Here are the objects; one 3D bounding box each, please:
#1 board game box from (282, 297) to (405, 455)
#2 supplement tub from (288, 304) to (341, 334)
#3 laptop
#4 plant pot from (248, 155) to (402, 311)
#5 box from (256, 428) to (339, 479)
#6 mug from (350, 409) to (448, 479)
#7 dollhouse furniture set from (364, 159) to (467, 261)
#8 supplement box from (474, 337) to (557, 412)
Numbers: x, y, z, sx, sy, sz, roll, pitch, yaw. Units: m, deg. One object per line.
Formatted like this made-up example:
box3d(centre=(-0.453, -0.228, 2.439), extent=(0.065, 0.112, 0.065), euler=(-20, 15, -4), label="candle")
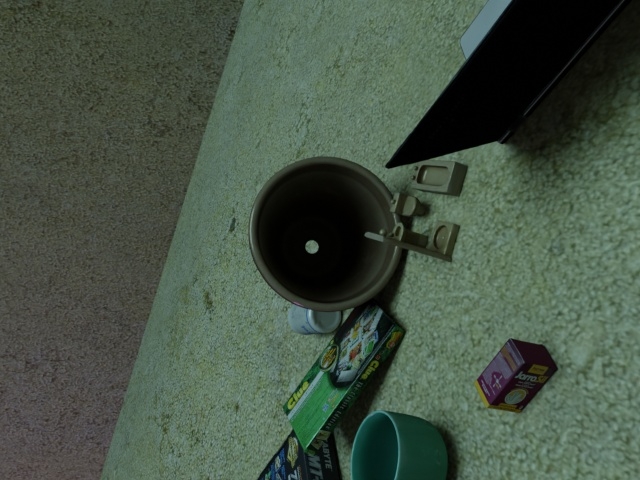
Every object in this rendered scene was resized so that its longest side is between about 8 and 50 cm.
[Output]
box3d(centre=(0.034, 0.223, 1.249), extent=(0.260, 0.030, 0.136), euler=(-55, 29, 7), label="board game box")
box3d(centre=(-0.012, 0.147, 1.426), extent=(0.107, 0.071, 0.071), euler=(-21, 57, 63), label="supplement tub")
box3d(centre=(0.246, -0.323, 0.931), extent=(0.382, 0.236, 0.408), euler=(-53, 32, 40), label="laptop")
box3d(centre=(0.000, 0.000, 1.324), extent=(0.229, 0.263, 0.263), euler=(130, 152, -80), label="plant pot")
box3d(centre=(-0.052, 0.521, 1.287), extent=(0.293, 0.073, 0.295), euler=(-58, 28, 32), label="box")
box3d(centre=(0.111, 0.319, 1.013), extent=(0.129, 0.097, 0.158), euler=(19, 94, 66), label="mug")
box3d(centre=(0.137, -0.064, 1.154), extent=(0.144, 0.123, 0.151), euler=(19, 94, 66), label="dollhouse furniture set")
box3d(centre=(0.234, 0.164, 0.887), extent=(0.083, 0.055, 0.043), euler=(-62, 28, 29), label="supplement box")
